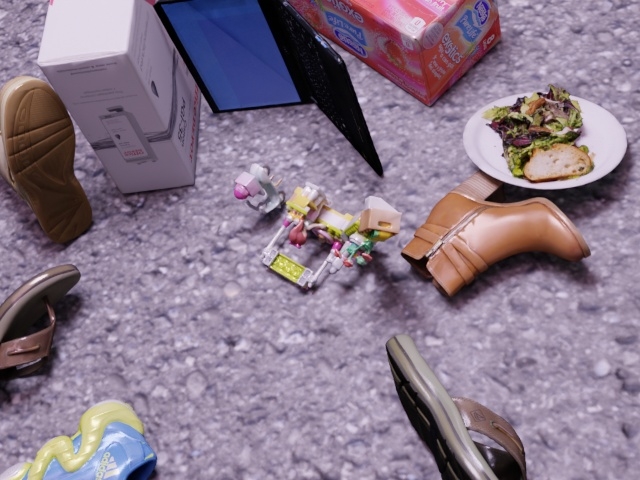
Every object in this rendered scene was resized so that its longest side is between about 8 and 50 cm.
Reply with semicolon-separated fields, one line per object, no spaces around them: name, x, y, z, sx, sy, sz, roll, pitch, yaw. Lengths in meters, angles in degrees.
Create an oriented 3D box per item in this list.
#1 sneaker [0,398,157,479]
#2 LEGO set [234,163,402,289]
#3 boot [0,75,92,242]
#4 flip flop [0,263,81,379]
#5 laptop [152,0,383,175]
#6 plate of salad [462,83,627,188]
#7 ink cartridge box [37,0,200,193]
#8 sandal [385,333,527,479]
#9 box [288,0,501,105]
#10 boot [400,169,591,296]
sneaker;-0.288;0.295;1.102;0.240;0.091;0.126;-44;59;-13
LEGO set;0.000;0.000;1.171;0.287;0.132;0.107;22;72;50
boot;-0.405;-0.144;1.304;0.095;0.262;0.203;-32;53;-21
flip flop;-0.393;0.147;1.223;0.080;0.112;0.277;35;70;3
laptop;-0.063;-0.195;1.245;0.136;0.234;0.264;-35;57;-5
plate of salad;0.276;-0.134;1.196;0.199;0.048;0.200;-4;42;4
ink cartridge box;-0.254;-0.227;1.292;0.117;0.283;0.207;-6;59;9
sandal;0.162;0.211;1.011;0.086;0.120;0.303;-20;55;-13
box;0.089;-0.345;1.345;0.154;0.142;0.300;-44;58;-11
boot;0.204;0.012;1.143;0.152;0.073;0.197;-44;46;-13
